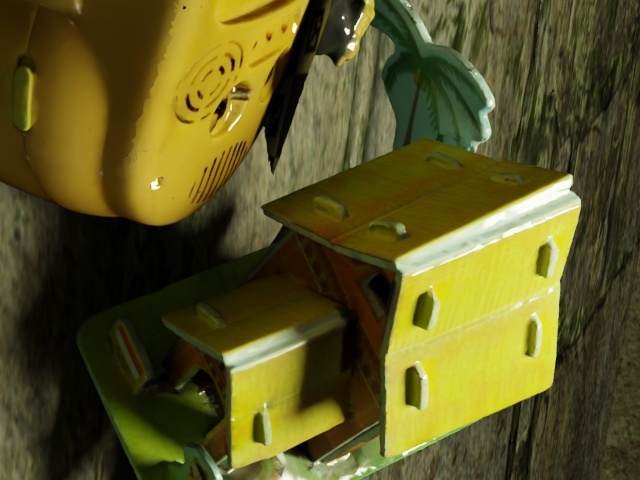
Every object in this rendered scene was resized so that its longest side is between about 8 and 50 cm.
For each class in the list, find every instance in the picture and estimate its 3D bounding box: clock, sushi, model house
[{"bbox_3d":[-0.108,-0.159,1.029,0.244,0.200,0.317,-35,144,-54],"label":"clock"},{"bbox_3d":[0.022,-0.232,1.159,0.292,0.059,0.294,-103,-150,-59],"label":"sushi"},{"bbox_3d":[0.000,0.000,1.154,0.300,0.340,0.323,-21,170,-27],"label":"model house"}]

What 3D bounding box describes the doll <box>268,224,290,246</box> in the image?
[{"bbox_3d":[-0.048,0.150,1.388,0.174,0.235,0.330,28,64,-25],"label":"doll"}]
